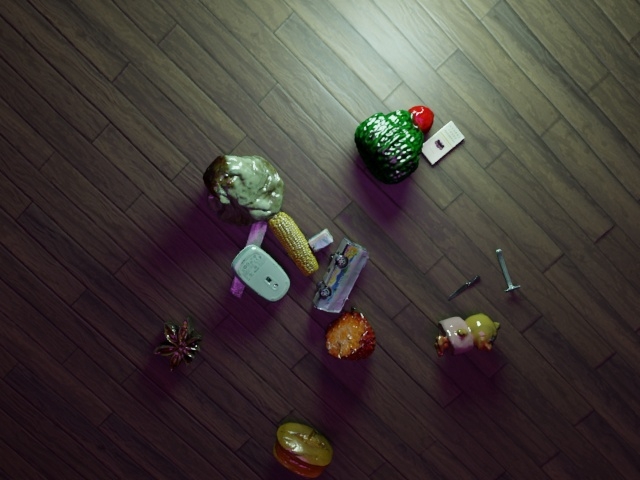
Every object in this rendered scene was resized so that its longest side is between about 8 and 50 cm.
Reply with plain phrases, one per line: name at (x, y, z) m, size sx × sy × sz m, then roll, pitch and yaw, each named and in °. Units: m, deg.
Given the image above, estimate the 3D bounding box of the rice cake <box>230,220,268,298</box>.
rice cake at (-0.303, 0.068, 1.823) m, size 0.073 × 0.056 × 0.364 m, roll 18°, pitch 99°, yaw -9°

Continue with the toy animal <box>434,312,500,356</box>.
toy animal at (0.624, 0.399, 1.818) m, size 0.282 × 0.195 × 0.168 m, roll -8°, pitch 59°, yaw 6°

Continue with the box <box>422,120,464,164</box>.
box at (0.495, -0.399, 1.754) m, size 0.167 × 0.024 × 0.090 m, roll -40°, pitch 96°, yaw 7°

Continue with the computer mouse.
computer mouse at (-0.246, 0.143, 1.789) m, size 0.159 × 0.097 × 0.288 m, roll -49°, pitch 116°, yaw -10°

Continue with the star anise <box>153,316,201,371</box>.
star anise at (-0.620, 0.450, 1.873) m, size 0.220 × 0.099 × 0.214 m, roll -29°, pitch 84°, yaw 10°

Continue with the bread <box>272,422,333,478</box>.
bread at (-0.077, 0.917, 1.888) m, size 0.270 × 0.195 × 0.142 m, roll 24°, pitch 108°, yaw 0°

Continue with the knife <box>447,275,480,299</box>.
knife at (0.620, 0.205, 1.856) m, size 0.170 × 0.010 × 0.023 m, roll -39°, pitch 97°, yaw 8°

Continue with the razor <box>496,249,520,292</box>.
razor at (0.786, 0.126, 1.827) m, size 0.068 × 0.037 × 0.191 m, roll -22°, pitch 96°, yaw 8°

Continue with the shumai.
shumai at (-0.317, -0.204, 1.660) m, size 0.304 × 0.263 × 0.309 m, roll 31°, pitch 91°, yaw 9°

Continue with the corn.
corn at (-0.111, 0.006, 1.789) m, size 0.102 × 0.101 × 0.310 m, roll -35°, pitch 97°, yaw 6°

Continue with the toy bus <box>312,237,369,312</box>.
toy bus at (0.082, 0.155, 1.811) m, size 0.138 × 0.112 × 0.316 m, roll 23°, pitch 100°, yaw -13°

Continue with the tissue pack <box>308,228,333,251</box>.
tissue pack at (0.000, 0.000, 1.800) m, size 0.095 × 0.074 × 0.058 m, roll -32°, pitch 100°, yaw 8°

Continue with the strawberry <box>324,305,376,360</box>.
strawberry at (0.144, 0.426, 1.838) m, size 0.234 × 0.234 × 0.178 m, roll -41°, pitch 124°, yaw 6°

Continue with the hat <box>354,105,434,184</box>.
hat at (0.319, -0.399, 1.663) m, size 0.332 × 0.242 × 0.274 m, roll -37°, pitch 110°, yaw -7°
